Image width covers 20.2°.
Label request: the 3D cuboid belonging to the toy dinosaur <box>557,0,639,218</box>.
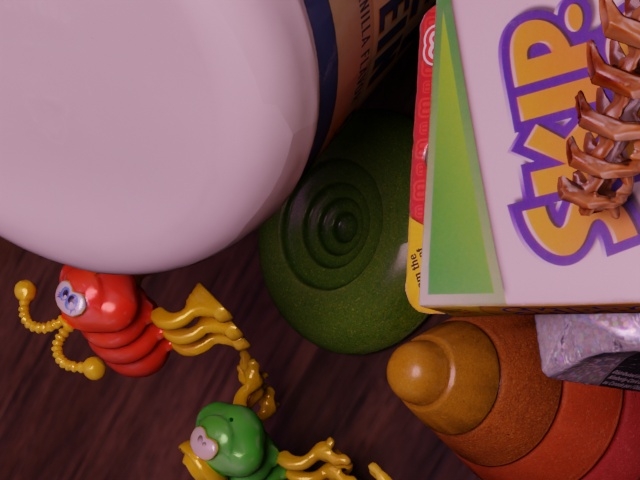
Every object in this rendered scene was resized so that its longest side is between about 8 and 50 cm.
[{"bbox_3d":[0.084,-0.180,0.558,0.218,0.164,0.322,4,77,26],"label":"toy dinosaur"}]

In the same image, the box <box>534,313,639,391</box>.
[{"bbox_3d":[0.167,-0.074,0.702,0.142,0.163,0.247,-20,69,37],"label":"box"}]

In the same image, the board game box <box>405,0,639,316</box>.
[{"bbox_3d":[0.130,-0.038,0.599,0.259,0.039,0.124,-3,79,41],"label":"board game box"}]

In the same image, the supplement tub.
[{"bbox_3d":[-0.045,-0.161,0.779,0.228,0.316,0.228,18,134,20],"label":"supplement tub"}]

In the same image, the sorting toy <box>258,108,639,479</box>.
[{"bbox_3d":[0.000,0.000,0.864,0.365,0.126,0.127,40,108,38],"label":"sorting toy"}]

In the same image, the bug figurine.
[{"bbox_3d":[-0.017,0.111,0.804,0.072,0.216,0.279,-42,55,-7],"label":"bug figurine"}]
